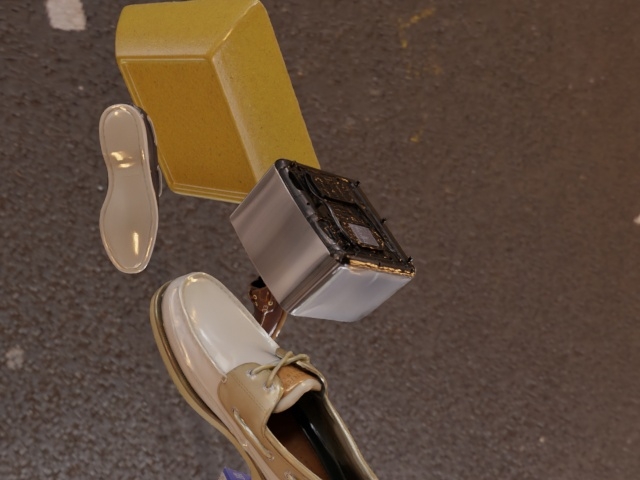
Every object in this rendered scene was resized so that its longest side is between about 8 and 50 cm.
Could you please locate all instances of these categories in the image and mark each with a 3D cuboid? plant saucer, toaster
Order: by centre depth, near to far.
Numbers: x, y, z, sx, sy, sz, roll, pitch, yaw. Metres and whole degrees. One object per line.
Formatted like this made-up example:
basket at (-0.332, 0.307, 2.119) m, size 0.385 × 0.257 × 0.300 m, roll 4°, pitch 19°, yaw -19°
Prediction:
toaster at (0.000, 0.000, 1.175) m, size 0.110 × 0.168 × 0.185 m, roll -46°, pitch 149°, yaw 22°
plant saucer at (-0.166, -0.180, 1.456) m, size 0.081 × 0.332 × 0.333 m, roll -39°, pitch 122°, yaw -34°

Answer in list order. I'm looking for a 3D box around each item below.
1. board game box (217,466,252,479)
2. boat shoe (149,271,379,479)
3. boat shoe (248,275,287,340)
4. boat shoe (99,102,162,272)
board game box at (-0.004, 0.427, 1.127) m, size 0.347 × 0.078 × 0.233 m, roll 26°, pitch 95°, yaw -23°
boat shoe at (-0.043, 0.148, 0.931) m, size 0.113 × 0.103 × 0.302 m, roll -30°, pitch 82°, yaw -47°
boat shoe at (-0.079, 0.075, 1.583) m, size 0.073 × 0.073 × 0.207 m, roll 14°, pitch 112°, yaw -25°
boat shoe at (-0.140, -0.040, 0.740) m, size 0.038 × 0.046 × 0.125 m, roll -39°, pitch 124°, yaw -77°
